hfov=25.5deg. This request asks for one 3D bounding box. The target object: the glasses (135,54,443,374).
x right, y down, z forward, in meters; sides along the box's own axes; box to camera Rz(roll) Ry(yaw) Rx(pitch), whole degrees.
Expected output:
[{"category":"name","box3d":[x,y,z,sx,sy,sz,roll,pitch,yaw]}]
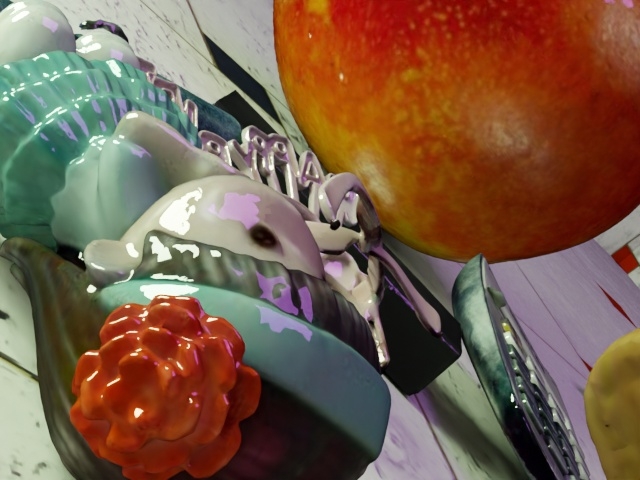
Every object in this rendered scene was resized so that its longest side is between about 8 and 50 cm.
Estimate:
[{"category":"glasses","box3d":[-0.022,-0.025,0.709,0.255,0.095,0.162,22,35,-56]}]

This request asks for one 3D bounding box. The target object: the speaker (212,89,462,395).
[{"category":"speaker","box3d":[0.000,0.000,0.902,0.218,0.044,0.082,46,12,-6]}]

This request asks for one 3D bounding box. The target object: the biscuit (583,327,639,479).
[{"category":"biscuit","box3d":[0.238,0.168,0.481,0.385,0.062,0.365,4,-73,59]}]

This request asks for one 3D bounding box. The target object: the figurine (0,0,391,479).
[{"category":"figurine","box3d":[-0.070,0.003,0.505,0.138,0.110,0.245,20,25,-46]}]

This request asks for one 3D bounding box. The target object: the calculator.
[{"category":"calculator","box3d":[0.147,0.117,0.970,0.177,0.040,0.268,59,8,-19]}]

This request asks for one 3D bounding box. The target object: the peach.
[{"category":"peach","box3d":[0.133,-0.173,1.203,0.388,0.388,0.388,45,12,-12]}]

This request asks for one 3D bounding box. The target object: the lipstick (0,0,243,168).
[{"category":"lipstick","box3d":[-0.132,-0.091,0.716,0.234,0.053,0.053,32,19,-46]}]
